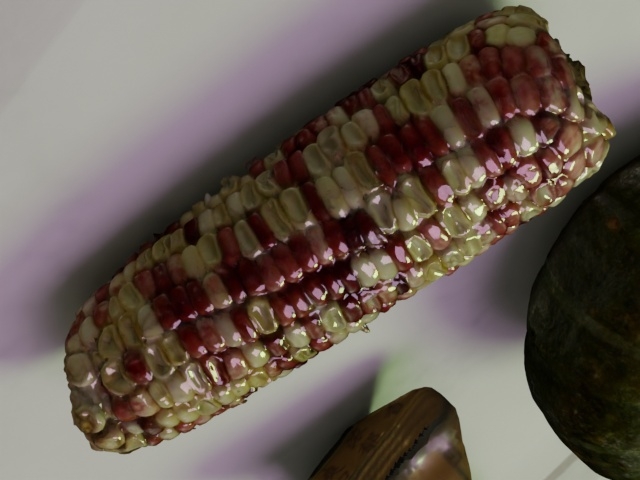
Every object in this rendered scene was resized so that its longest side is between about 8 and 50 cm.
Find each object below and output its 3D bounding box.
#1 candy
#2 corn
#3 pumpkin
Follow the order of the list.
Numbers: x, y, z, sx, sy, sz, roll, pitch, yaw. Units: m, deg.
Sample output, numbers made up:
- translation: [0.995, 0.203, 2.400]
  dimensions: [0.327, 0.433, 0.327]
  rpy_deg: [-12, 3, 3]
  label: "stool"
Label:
- translation: [0.060, 0.197, 0.984]
  dimensions: [0.143, 0.101, 0.271]
  rpy_deg: [-48, 151, -10]
  label: "candy"
- translation: [0.000, 0.000, 0.712]
  dimensions: [0.290, 0.098, 0.098]
  rpy_deg: [-34, 145, 7]
  label: "corn"
- translation: [0.219, 0.042, 0.878]
  dimensions: [0.223, 0.157, 0.224]
  rpy_deg: [-12, 123, -19]
  label: "pumpkin"
